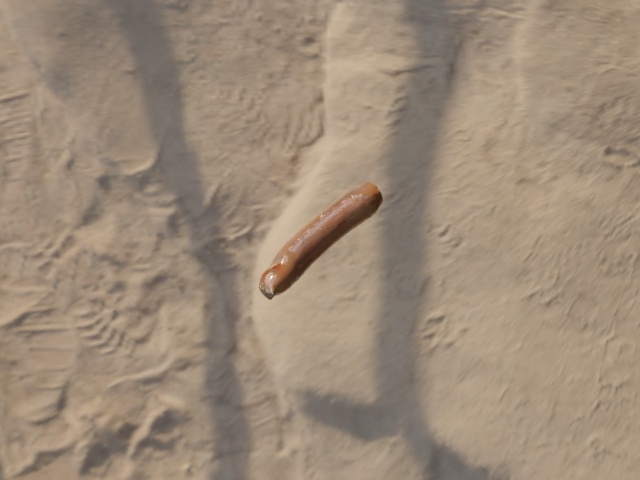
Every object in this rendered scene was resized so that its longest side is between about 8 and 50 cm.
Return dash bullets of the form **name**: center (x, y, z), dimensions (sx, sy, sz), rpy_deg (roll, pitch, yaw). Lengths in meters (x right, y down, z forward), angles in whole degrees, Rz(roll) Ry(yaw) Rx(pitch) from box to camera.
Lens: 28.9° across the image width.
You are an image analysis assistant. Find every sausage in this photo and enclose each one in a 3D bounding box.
- **sausage**: center (0.000, -0.001, 1.360), dimensions (0.177, 0.040, 0.047), rpy_deg (-41, 50, -17)
